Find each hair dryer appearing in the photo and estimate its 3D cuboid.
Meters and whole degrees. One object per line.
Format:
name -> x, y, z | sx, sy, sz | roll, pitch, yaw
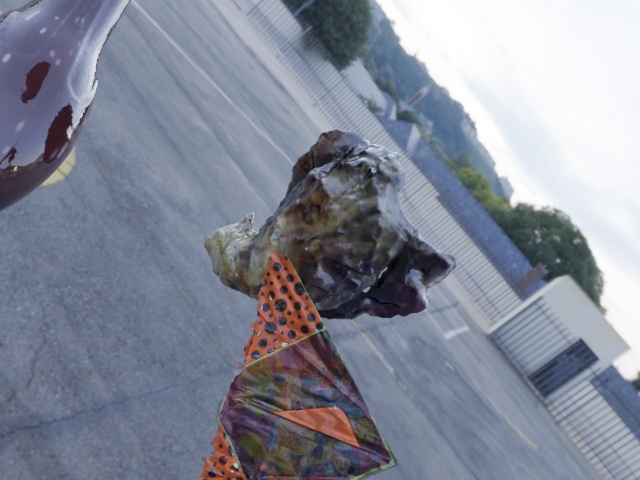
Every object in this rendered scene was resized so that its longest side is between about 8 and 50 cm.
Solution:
hair dryer -> -0.328, -0.215, 0.471 | 0.123, 0.313, 0.340 | 4, -23, 45

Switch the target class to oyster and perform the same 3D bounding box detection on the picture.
oyster -> -0.006, 0.000, 0.654 | 0.100, 0.271, 0.275 | 5, 36, -52

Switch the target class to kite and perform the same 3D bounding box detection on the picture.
kite -> -0.010, 0.119, 0.371 | 0.125, 0.222, 0.008 | 19, -5, 9
